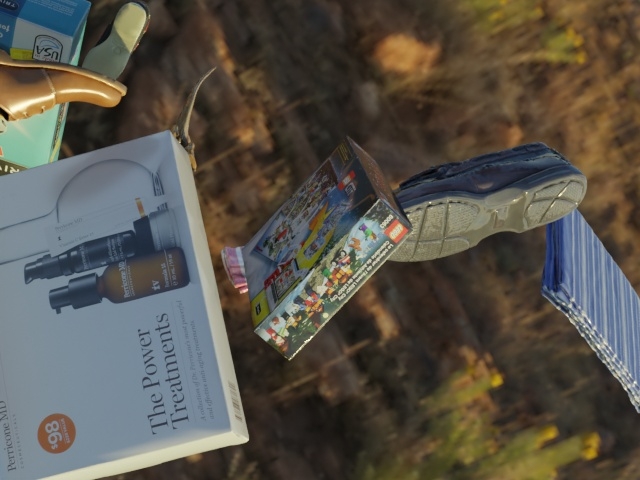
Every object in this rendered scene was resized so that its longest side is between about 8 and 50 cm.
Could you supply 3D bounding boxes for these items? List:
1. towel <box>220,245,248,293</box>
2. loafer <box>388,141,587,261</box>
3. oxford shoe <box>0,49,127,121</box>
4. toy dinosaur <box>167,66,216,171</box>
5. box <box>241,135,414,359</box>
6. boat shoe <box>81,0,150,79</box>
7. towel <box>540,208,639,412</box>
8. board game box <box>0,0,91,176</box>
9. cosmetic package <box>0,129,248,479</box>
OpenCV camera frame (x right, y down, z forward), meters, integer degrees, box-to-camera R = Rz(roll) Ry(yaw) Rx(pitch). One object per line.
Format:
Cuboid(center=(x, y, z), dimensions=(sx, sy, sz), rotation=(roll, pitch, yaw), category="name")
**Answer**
Cuboid(center=(-0.044, 0.026, 2.088), dimensions=(0.144, 0.197, 0.029), rotation=(-123, -157, -68), category="towel")
Cuboid(center=(0.172, -0.052, 1.690), dimensions=(0.302, 0.109, 0.095), rotation=(-12, 49, -22), category="loafer")
Cuboid(center=(-0.322, -0.166, 1.568), dimensions=(0.212, 0.076, 0.076), rotation=(6, 85, -24), category="oxford shoe")
Cuboid(center=(-0.204, -0.149, 2.004), dimensions=(0.064, 0.211, 0.112), rotation=(17, 12, -13), category="toy dinosaur")
Cuboid(center=(0.000, 0.000, 1.298), dimensions=(0.044, 0.159, 0.233), rotation=(41, 10, -16), category="box")
Cuboid(center=(-0.257, -0.245, 1.769), dimensions=(0.049, 0.133, 0.042), rotation=(34, 19, -5), category="boat shoe")
Cuboid(center=(0.447, 0.094, 2.267), dimensions=(0.336, 0.040, 0.243), rotation=(49, 34, -33), category="towel")
Cuboid(center=(-0.461, -0.216, 1.864), dimensions=(0.254, 0.336, 0.079), rotation=(19, 49, -4), category="board game box")
Cuboid(center=(-0.266, 0.087, 1.662), dimensions=(0.097, 0.284, 0.377), rotation=(55, 20, -72), category="cosmetic package")
